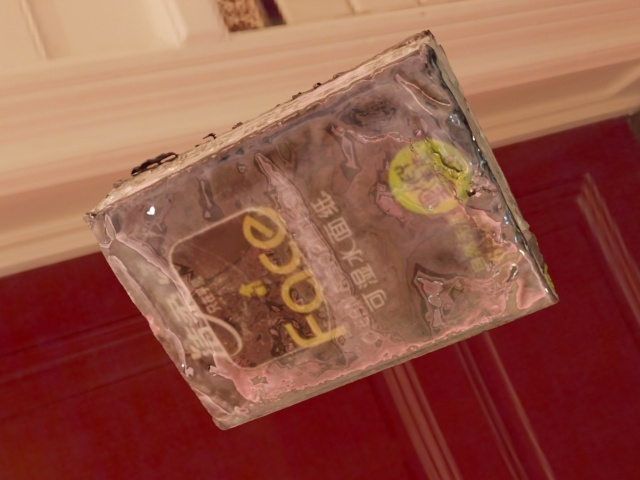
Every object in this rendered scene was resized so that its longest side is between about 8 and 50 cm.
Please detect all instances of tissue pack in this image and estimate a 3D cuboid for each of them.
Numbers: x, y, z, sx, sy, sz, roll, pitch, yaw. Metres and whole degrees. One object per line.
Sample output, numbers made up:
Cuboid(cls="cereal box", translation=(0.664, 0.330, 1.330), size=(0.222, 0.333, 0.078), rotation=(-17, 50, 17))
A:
Cuboid(cls="tissue pack", translation=(0.000, 0.000, 0.575), size=(0.235, 0.073, 0.173), rotation=(-23, 107, 18))
